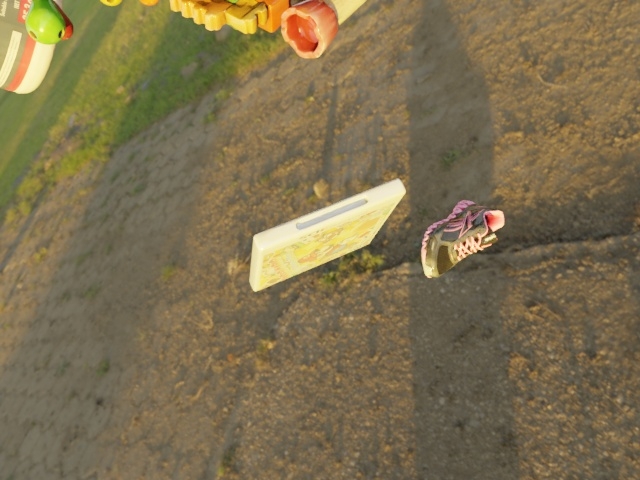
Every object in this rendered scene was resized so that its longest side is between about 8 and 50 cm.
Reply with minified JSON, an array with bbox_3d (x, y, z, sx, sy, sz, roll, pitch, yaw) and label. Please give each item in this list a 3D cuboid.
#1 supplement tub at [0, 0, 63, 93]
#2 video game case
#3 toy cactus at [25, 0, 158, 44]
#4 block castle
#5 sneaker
[{"bbox_3d":[-0.524,-0.331,0.819,0.191,0.272,0.191,-11,75,47],"label":"supplement tub"},{"bbox_3d":[0.000,0.000,0.832,0.206,0.026,0.227,-22,-13,-14],"label":"video game case"},{"bbox_3d":[-0.218,-0.269,0.493,0.180,0.112,0.219,10,97,34],"label":"toy cactus"},{"bbox_3d":[-0.149,-0.496,0.905,0.453,0.303,0.213,32,62,20],"label":"block castle"},{"bbox_3d":[0.147,-0.002,0.597,0.057,0.047,0.119,11,42,40],"label":"sneaker"}]
